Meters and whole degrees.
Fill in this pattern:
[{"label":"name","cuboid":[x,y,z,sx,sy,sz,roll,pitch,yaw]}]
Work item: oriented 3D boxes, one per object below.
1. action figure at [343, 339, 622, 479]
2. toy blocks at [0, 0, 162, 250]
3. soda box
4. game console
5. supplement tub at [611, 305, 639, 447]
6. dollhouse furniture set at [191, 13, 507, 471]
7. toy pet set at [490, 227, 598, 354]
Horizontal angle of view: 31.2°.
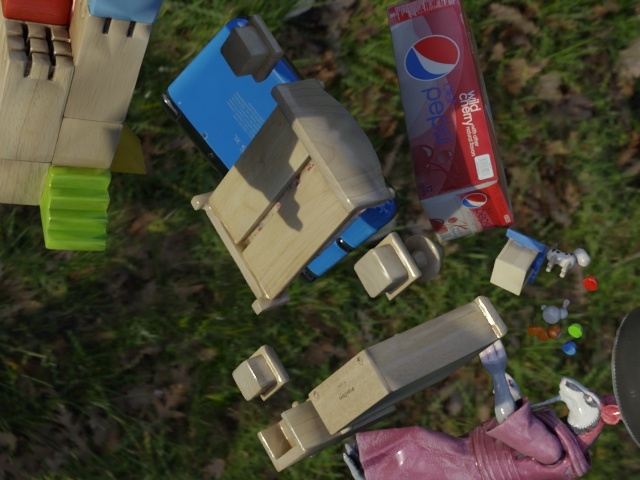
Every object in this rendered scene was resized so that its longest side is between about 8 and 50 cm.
[{"label":"action figure","cuboid":[0.223,0.286,1.465,0.248,0.370,0.275,26,47,-57]},{"label":"toy blocks","cuboid":[-0.217,-0.220,0.937,0.191,0.261,0.381,3,45,-25]},{"label":"soda box","cuboid":[0.135,-0.135,1.209,0.083,0.092,0.263,-15,57,14]},{"label":"game console","cuboid":[-0.040,-0.111,1.413,0.293,0.250,0.173,51,36,0]},{"label":"supplement tub","cuboid":[0.216,0.045,0.445,0.106,0.198,0.106,14,69,-41]},{"label":"dollhouse furniture set","cuboid":[0.000,0.000,1.155,0.174,0.303,0.355,-18,71,-41]},{"label":"toy pet set","cuboid":[0.240,0.040,1.209,0.114,0.122,0.065,26,51,18]}]
